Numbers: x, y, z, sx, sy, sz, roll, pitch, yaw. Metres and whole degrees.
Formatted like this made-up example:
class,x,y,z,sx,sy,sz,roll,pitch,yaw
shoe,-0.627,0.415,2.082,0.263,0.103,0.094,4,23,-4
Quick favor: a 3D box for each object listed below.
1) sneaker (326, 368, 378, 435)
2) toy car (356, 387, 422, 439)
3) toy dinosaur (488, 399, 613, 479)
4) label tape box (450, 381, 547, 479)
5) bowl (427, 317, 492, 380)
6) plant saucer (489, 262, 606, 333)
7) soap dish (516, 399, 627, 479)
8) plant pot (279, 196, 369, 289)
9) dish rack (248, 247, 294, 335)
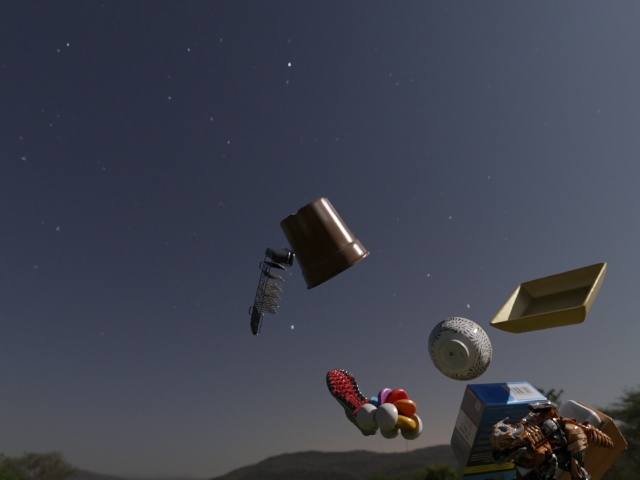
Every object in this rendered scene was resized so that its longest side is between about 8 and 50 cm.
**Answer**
class,x,y,z,sx,sy,sz,roll,pitch,yaw
sneaker,0.100,0.572,1.495,0.104,0.262,0.125,-20,-43,-29
toy car,0.209,0.513,1.286,0.159,0.136,0.182,32,-36,-28
toy dinosaur,0.488,0.439,0.877,0.321,0.219,0.164,4,-2,-1
label tape box,0.550,0.625,1.365,0.240,0.106,0.334,4,-74,-18
bowl,0.357,0.294,1.128,0.170,0.170,0.080,-19,-9,27
plant saucer,0.813,0.218,1.506,0.332,0.081,0.332,-31,2,-40
soap dish,0.703,0.606,1.212,0.291,0.118,0.229,-50,-15,0
plant pot,0.000,0.000,0.978,0.167,0.165,0.167,-31,0,0
dish rack,-0.158,0.152,1.308,0.074,0.272,0.208,14,0,-12
